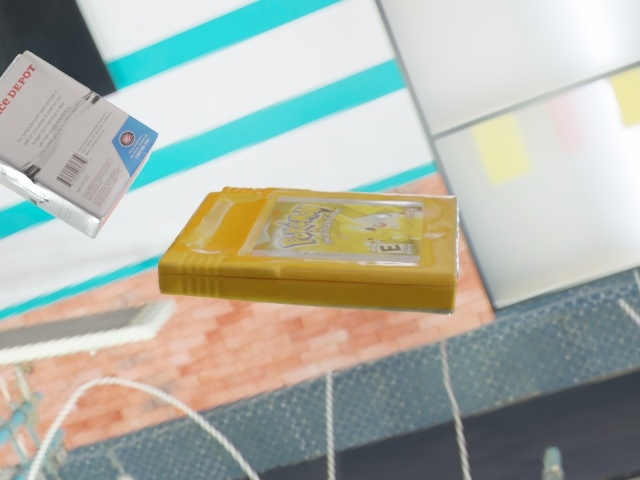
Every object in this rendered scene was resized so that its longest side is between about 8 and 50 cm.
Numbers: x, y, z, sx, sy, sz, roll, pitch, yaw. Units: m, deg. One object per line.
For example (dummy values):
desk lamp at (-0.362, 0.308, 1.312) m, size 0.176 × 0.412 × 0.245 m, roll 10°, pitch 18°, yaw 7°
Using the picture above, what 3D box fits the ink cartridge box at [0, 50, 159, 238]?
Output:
ink cartridge box at (-0.336, -0.122, 1.368) m, size 0.148 × 0.203 × 0.086 m, roll -60°, pitch -173°, yaw -26°

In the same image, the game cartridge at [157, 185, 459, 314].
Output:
game cartridge at (0.000, 0.000, 1.256) m, size 0.324 × 0.052 × 0.285 m, roll 5°, pitch -159°, yaw 5°
